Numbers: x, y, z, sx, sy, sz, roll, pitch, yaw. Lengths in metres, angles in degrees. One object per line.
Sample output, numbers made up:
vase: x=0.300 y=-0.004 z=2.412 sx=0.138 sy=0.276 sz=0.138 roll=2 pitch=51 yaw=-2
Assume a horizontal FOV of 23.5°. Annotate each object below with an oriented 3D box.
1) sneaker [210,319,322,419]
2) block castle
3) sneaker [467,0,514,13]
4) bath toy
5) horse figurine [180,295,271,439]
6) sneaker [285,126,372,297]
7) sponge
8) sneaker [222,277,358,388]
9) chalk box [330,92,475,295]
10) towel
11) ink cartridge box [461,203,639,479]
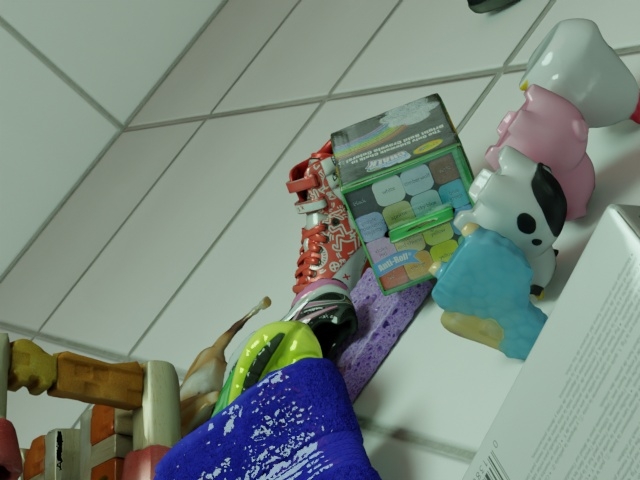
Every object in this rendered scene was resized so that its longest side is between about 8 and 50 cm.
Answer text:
sneaker: x=-0.074 y=0.212 z=1.534 sx=0.295 sy=0.109 sz=0.123 roll=-60 pitch=-5 yaw=10
block castle: x=-0.367 y=0.283 z=1.712 sx=0.453 sy=0.303 sz=0.213 roll=-32 pitch=54 yaw=43
sneaker: x=0.253 y=-0.391 z=1.970 sx=0.227 sy=0.130 sz=0.087 roll=-36 pitch=21 yaw=36
bath toy: x=0.213 y=-0.057 z=1.436 sx=0.348 sy=0.129 sz=0.151 roll=-62 pitch=5 yaw=-35
horse figurine: x=-0.114 y=0.172 z=1.763 sx=0.174 sy=0.066 sz=0.263 roll=-40 pitch=21 yaw=16
sneaker: x=0.000 y=-0.001 z=1.733 sx=0.270 sy=0.145 sz=0.090 roll=-55 pitch=21 yaw=-19
sponge: x=0.026 y=0.119 z=1.622 sx=0.210 sy=0.031 sz=0.117 roll=-53 pitch=20 yaw=-15
sneaker: x=-0.031 y=0.120 z=1.598 sx=0.178 sy=0.072 sz=0.077 roll=-51 pitch=31 yaw=10
chalk box: x=0.097 y=-0.040 z=1.581 sx=0.132 sy=0.132 sz=0.213 roll=-20 pitch=25 yaw=6
towel: x=-0.045 y=0.257 z=1.328 sx=0.227 sy=0.076 sz=0.308 roll=-42 pitch=37 yaw=14
ink cartridge box: x=0.197 y=0.170 z=0.954 sx=0.296 sy=0.066 sz=0.261 roll=-67 pitch=32 yaw=30
